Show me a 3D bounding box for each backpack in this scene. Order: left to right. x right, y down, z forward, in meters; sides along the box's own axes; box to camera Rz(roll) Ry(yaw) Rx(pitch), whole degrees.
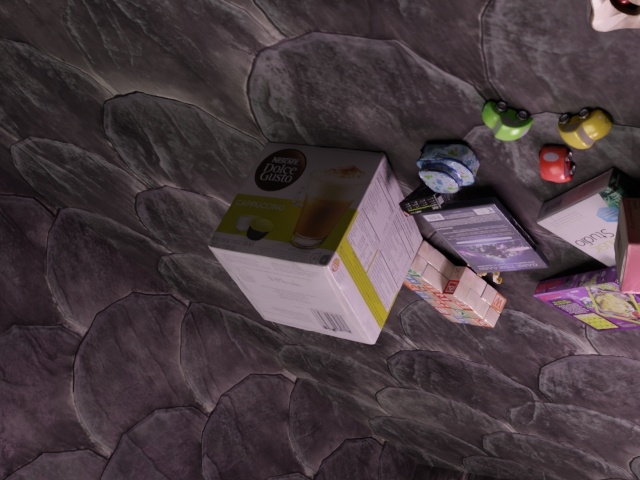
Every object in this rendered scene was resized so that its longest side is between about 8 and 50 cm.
[{"bbox_3d":[0.272,-0.151,1.757,0.114,0.084,0.105,-1,148,39],"label":"backpack"}]

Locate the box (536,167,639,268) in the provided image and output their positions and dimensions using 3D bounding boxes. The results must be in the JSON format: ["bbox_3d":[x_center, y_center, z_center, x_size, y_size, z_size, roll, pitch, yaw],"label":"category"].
[{"bbox_3d":[0.647,-0.013,1.720,0.322,0.058,0.232,28,156,-12],"label":"box"}]

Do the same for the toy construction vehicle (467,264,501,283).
[{"bbox_3d":[0.420,0.075,2.134,0.086,0.035,0.098,11,153,27],"label":"toy construction vehicle"}]

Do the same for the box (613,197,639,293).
[{"bbox_3d":[0.675,0.013,1.541,0.233,0.148,0.126,2,129,12],"label":"box"}]

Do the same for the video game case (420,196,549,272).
[{"bbox_3d":[0.382,-0.006,1.924,0.196,0.026,0.274,-7,145,41],"label":"video game case"}]

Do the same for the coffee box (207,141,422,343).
[{"bbox_3d":[0.000,0.000,2.005,0.338,0.334,0.338,10,149,32],"label":"coffee box"}]

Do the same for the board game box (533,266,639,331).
[{"bbox_3d":[0.676,0.145,1.956,0.208,0.056,0.347,25,167,-11],"label":"board game box"}]

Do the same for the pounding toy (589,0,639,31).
[{"bbox_3d":[0.414,-0.418,1.104,0.154,0.154,0.269,-15,153,14],"label":"pounding toy"}]

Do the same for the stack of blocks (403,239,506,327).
[{"bbox_3d":[0.328,0.113,2.204,0.297,0.087,0.171,38,162,-26],"label":"stack of blocks"}]

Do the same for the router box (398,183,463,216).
[{"bbox_3d":[0.248,-0.100,1.866,0.122,0.092,0.038,-12,114,54],"label":"router box"}]

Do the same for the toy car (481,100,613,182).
[{"bbox_3d":[0.407,-0.195,1.577,0.225,0.053,0.239,23,156,4],"label":"toy car"}]
